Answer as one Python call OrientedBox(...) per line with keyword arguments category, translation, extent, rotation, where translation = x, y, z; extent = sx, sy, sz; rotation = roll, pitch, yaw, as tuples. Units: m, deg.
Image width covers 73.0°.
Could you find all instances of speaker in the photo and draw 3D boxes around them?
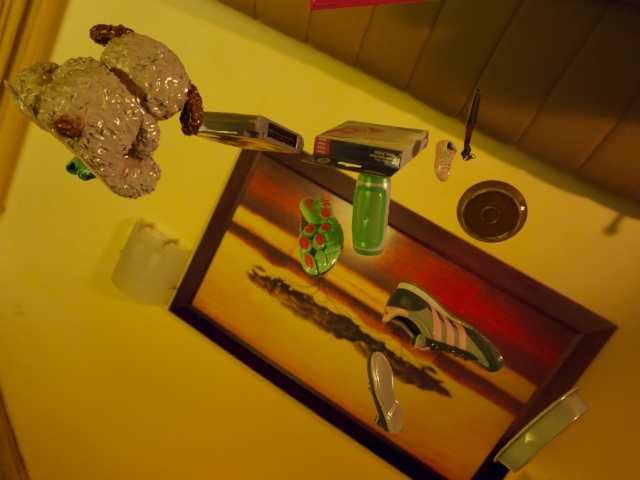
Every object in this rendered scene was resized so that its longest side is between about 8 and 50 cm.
OrientedBox(category="speaker", translation=(0.184, -0.100, 1.575), extent=(0.131, 0.297, 0.131), rotation=(2, -159, -1))

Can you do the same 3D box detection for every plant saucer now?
OrientedBox(category="plant saucer", translation=(0.427, -0.066, 1.084), extent=(0.168, 0.169, 0.029), rotation=(29, -148, 8))

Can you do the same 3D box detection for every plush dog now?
OrientedBox(category="plush dog", translation=(-0.311, -0.224, 0.672), extent=(0.262, 0.225, 0.210), rotation=(45, 162, -16))

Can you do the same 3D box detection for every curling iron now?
OrientedBox(category="curling iron", translation=(0.495, -0.368, 1.402), extent=(0.035, 0.274, 0.068), rotation=(-16, -130, -5))

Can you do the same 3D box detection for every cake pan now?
OrientedBox(category="cake pan", translation=(0.575, 0.495, 1.114), extent=(0.293, 0.293, 0.054), rotation=(11, -150, -47))

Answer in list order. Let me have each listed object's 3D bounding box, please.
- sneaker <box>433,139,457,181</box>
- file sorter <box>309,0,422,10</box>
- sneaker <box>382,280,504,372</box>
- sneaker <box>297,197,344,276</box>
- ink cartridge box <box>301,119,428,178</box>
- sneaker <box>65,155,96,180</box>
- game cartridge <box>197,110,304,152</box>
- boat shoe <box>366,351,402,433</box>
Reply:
OrientedBox(category="sneaker", translation=(0.404, -0.259, 1.391), extent=(0.050, 0.135, 0.070), rotation=(-2, -178, -19))
OrientedBox(category="file sorter", translation=(0.121, -0.532, 0.766), extent=(0.290, 0.202, 0.182), rotation=(-3, -153, 3))
OrientedBox(category="sneaker", translation=(0.294, 0.245, 1.072), extent=(0.318, 0.131, 0.112), rotation=(37, 156, 11))
OrientedBox(category="sneaker", translation=(0.000, 0.000, 1.756), extent=(0.185, 0.203, 0.483), rotation=(-2, -147, 1))
OrientedBox(category="ink cartridge box", translation=(0.156, -0.322, 1.458), extent=(0.323, 0.072, 0.330), rotation=(16, -146, 27))
OrientedBox(category="sneaker", translation=(-0.718, -0.226, 1.386), extent=(0.275, 0.107, 0.110), rotation=(16, -130, 36))
OrientedBox(category="game cartridge", translation=(-0.178, -0.256, 1.036), extent=(0.197, 0.062, 0.297), rotation=(12, -173, 15))
OrientedBox(category="boat shoe", translation=(0.128, 0.343, 0.974), extent=(0.064, 0.206, 0.075), rotation=(-4, -159, 39))
